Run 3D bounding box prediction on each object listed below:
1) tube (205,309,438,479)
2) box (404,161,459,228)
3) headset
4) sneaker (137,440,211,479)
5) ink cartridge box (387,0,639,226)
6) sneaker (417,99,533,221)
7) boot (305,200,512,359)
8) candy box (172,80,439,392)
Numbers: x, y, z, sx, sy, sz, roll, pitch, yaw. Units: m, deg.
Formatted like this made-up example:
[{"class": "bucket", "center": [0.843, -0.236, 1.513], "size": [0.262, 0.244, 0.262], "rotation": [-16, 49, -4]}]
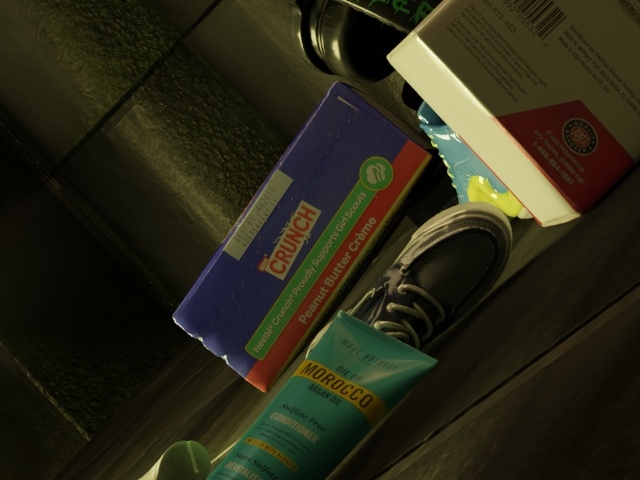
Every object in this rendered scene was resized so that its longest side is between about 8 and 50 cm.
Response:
[{"class": "tube", "center": [-0.016, 0.130, 1.171], "size": [0.207, 0.080, 0.052], "rotation": [-47, -26, -29]}, {"class": "box", "center": [0.189, -0.102, 1.729], "size": [0.183, 0.059, 0.233], "rotation": [-41, 4, 31]}, {"class": "headset", "center": [0.103, -0.230, 1.923], "size": [0.185, 0.243, 0.394], "rotation": [-62, -12, -4]}, {"class": "sneaker", "center": [-0.159, 0.242, 1.635], "size": [0.152, 0.054, 0.061], "rotation": [-38, -10, -36]}, {"class": "ink cartridge box", "center": [0.195, -0.153, 1.290], "size": [0.237, 0.172, 0.100], "rotation": [-44, 3, -10]}, {"class": "sneaker", "center": [0.135, -0.080, 1.480], "size": [0.091, 0.126, 0.240], "rotation": [-43, 3, -10]}, {"class": "boot", "center": [0.060, 0.058, 1.258], "size": [0.190, 0.069, 0.086], "rotation": [-46, 13, 23]}, {"class": "candy box", "center": [-0.002, -0.010, 1.778], "size": [0.268, 0.122, 0.317], "rotation": [-54, -4, 6]}]
